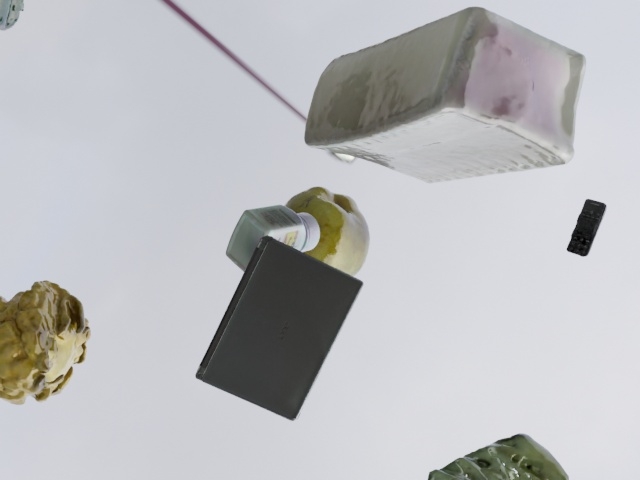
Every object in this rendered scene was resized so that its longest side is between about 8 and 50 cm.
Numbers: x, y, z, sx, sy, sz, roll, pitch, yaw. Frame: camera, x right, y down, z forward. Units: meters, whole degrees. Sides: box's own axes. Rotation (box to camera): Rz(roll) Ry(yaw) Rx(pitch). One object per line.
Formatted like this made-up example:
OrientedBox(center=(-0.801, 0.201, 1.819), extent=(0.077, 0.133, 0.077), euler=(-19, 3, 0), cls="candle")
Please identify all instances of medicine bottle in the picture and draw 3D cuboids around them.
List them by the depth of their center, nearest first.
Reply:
OrientedBox(center=(-0.057, -0.004, 1.352), extent=(0.055, 0.118, 0.074), euler=(39, -61, 27), cls="medicine bottle")

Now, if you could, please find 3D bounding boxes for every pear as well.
OrientedBox(center=(0.000, 0.000, 2.029), extent=(0.200, 0.200, 0.200), euler=(-34, -144, 29), cls="pear")

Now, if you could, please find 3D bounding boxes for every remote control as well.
OrientedBox(center=(0.435, -0.020, 1.725), extent=(0.039, 0.014, 0.096), euler=(20, -97, 29), cls="remote control")

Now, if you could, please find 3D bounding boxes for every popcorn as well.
OrientedBox(center=(-0.539, 0.193, 2.004), extent=(0.250, 0.190, 0.250), euler=(7, 90, -86), cls="popcorn")

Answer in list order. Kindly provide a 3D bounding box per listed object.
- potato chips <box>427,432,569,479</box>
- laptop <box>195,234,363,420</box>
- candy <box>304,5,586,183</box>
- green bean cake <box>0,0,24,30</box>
OrientedBox(center=(0.309, 0.470, 1.520), extent=(0.097, 0.373, 0.389), euler=(-43, -105, 32), cls="potato chips")
OrientedBox(center=(-0.046, 0.099, 1.184), extent=(0.180, 0.129, 0.016), euler=(-64, -170, 4), cls="laptop")
OrientedBox(center=(0.150, -0.173, 1.353), extent=(0.359, 0.208, 0.145), euler=(-4, -107, 64), cls="candy")
OrientedBox(center=(-0.606, -0.463, 1.754), extent=(0.308, 0.300, 0.169), euler=(-25, 134, -68), cls="green bean cake")
